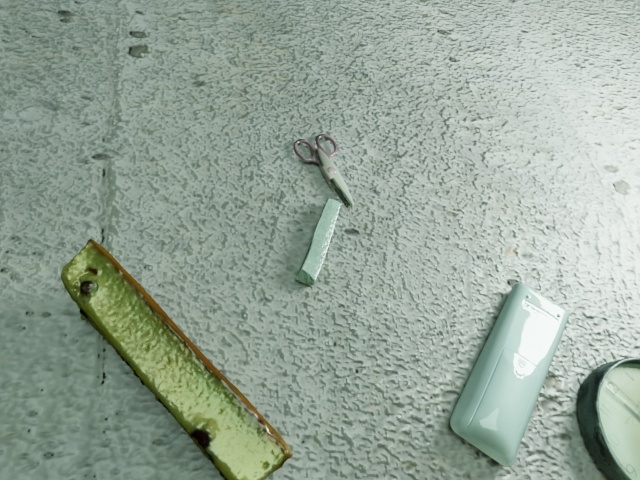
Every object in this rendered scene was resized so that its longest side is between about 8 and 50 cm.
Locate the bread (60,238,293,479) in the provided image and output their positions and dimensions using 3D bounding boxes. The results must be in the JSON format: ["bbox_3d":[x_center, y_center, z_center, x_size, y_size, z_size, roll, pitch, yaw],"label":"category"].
[{"bbox_3d":[-0.189,0.163,0.627,0.361,0.138,0.077,42,63,14],"label":"bread"}]

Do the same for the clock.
[{"bbox_3d":[0.508,0.288,0.756,0.226,0.049,0.226,6,60,-10],"label":"clock"}]

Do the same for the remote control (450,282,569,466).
[{"bbox_3d":[0.302,0.192,0.767,0.103,0.051,0.293,33,58,9],"label":"remote control"}]

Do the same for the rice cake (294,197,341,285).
[{"bbox_3d":[-0.001,0.000,0.828,0.033,0.029,0.170,23,59,-6],"label":"rice cake"}]

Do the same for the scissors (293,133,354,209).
[{"bbox_3d":[0.017,-0.127,0.909,0.085,0.022,0.176,-18,63,-22],"label":"scissors"}]
